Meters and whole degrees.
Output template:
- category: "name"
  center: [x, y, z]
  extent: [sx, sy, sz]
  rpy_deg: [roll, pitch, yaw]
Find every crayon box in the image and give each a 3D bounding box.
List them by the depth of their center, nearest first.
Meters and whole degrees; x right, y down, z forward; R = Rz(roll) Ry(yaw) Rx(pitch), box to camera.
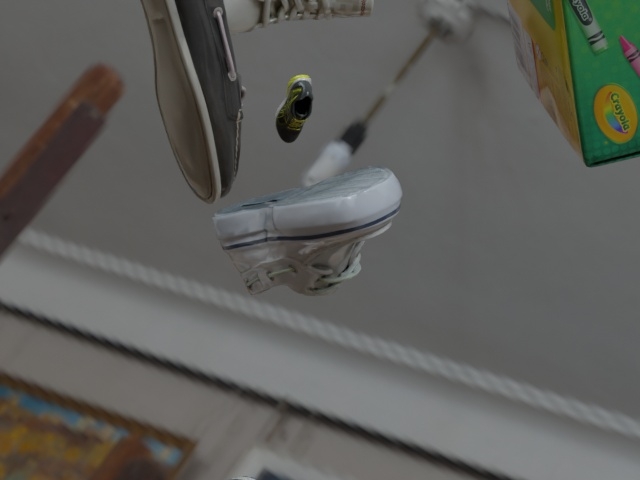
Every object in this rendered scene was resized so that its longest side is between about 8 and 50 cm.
- category: "crayon box"
  center: [0.167, -0.209, 1.070]
  extent: [0.081, 0.165, 0.278]
  rpy_deg: [-14, -59, -3]

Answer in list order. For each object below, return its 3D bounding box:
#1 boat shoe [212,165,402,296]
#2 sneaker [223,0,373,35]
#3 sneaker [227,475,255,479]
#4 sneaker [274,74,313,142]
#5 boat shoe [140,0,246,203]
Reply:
- category: "boat shoe"
  center: [0.000, 0.000, 1.146]
  extent: [0.226, 0.083, 0.076]
  rpy_deg: [-5, -72, 67]
- category: "sneaker"
  center: [-0.009, -0.310, 2.031]
  extent: [0.123, 0.290, 0.106]
  rpy_deg: [47, -26, 25]
- category: "sneaker"
  center: [-0.071, 0.275, 1.640]
  extent: [0.135, 0.058, 0.052]
  rpy_deg: [31, -60, 48]
- category: "sneaker"
  center: [-0.027, -0.132, 1.737]
  extent: [0.031, 0.035, 0.083]
  rpy_deg: [1, -49, -16]
- category: "boat shoe"
  center: [-0.118, -0.204, 1.651]
  extent: [0.112, 0.095, 0.335]
  rpy_deg: [18, -53, 58]
